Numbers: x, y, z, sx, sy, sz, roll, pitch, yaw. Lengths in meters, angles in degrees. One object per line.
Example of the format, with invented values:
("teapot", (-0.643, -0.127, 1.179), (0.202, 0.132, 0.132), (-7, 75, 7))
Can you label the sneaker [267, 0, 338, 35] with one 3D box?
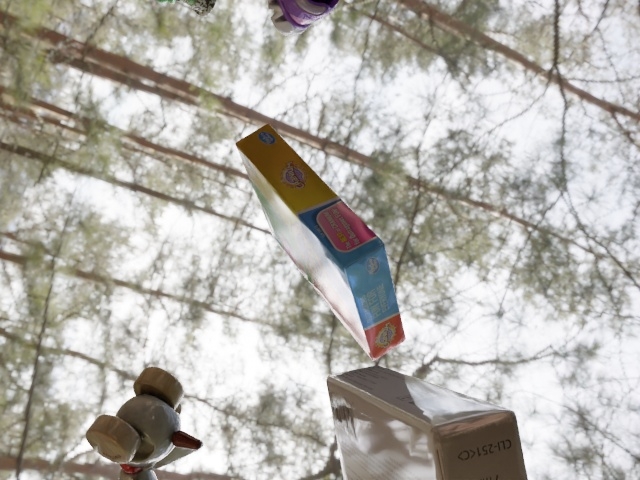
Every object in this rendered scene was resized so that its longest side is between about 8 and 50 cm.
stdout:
("sneaker", (-0.039, -0.412, 1.000), (0.105, 0.236, 0.095), (6, -142, 44))

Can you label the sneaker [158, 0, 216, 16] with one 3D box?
("sneaker", (-0.227, -0.414, 1.042), (0.158, 0.182, 0.410), (-29, -169, 44))

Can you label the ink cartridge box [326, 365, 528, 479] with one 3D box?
("ink cartridge box", (0.085, 0.250, 0.583), (0.296, 0.066, 0.260), (164, -83, -77))

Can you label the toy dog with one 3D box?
("toy dog", (-0.269, 0.362, 1.192), (0.220, 0.161, 0.333), (-59, 164, -24))

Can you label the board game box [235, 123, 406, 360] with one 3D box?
("board game box", (0.000, 0.000, 1.072), (0.064, 0.242, 0.316), (-32, -130, -11))
